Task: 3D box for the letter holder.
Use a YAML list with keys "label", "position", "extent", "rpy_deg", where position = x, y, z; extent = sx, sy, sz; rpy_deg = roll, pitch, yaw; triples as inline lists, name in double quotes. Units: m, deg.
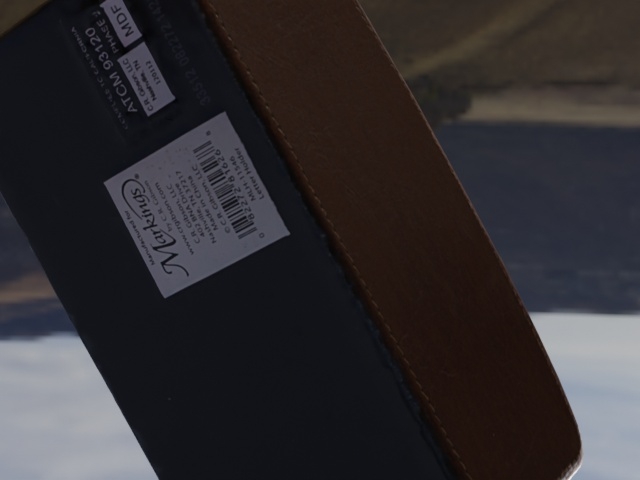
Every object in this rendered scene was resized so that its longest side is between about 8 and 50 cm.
- label: "letter holder"
  position: [0.000, 0.000, 0.783]
  extent: [0.152, 0.302, 0.214]
  rpy_deg: [-28, -179, 34]
